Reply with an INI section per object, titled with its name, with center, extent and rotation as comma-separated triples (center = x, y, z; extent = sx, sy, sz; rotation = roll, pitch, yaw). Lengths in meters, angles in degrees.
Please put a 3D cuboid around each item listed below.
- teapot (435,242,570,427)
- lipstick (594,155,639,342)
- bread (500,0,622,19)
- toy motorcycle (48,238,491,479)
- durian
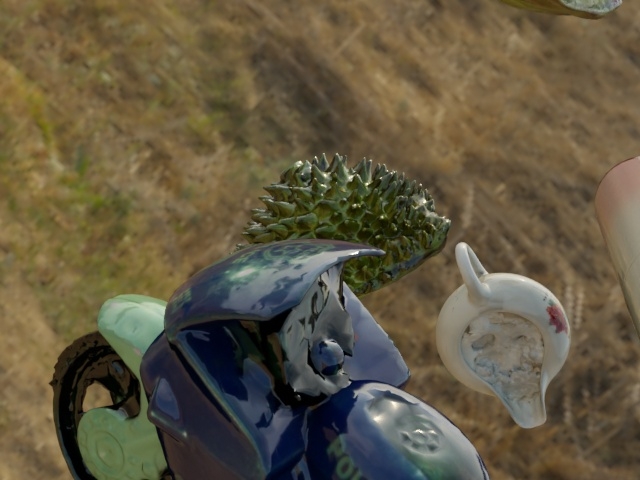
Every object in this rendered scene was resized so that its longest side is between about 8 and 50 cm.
[teapot]
center = 0.193, 0.093, 1.551
extent = 0.226, 0.145, 0.092
rotation = 60, 17, -23
[lipstick]
center = 0.276, 0.022, 1.121
extent = 0.087, 0.087, 0.327
rotation = 41, 18, -11
[bread]
center = 0.245, -0.320, 1.540
extent = 0.261, 0.156, 0.158
rotation = -34, 119, -43
[toy motorcycle]
center = 0.023, 0.123, 0.555
extent = 0.331, 0.196, 0.125
rotation = 41, 40, 19
[durian]
center = -0.007, -0.006, 0.997
extent = 0.095, 0.137, 0.221
rotation = 64, -17, -5
